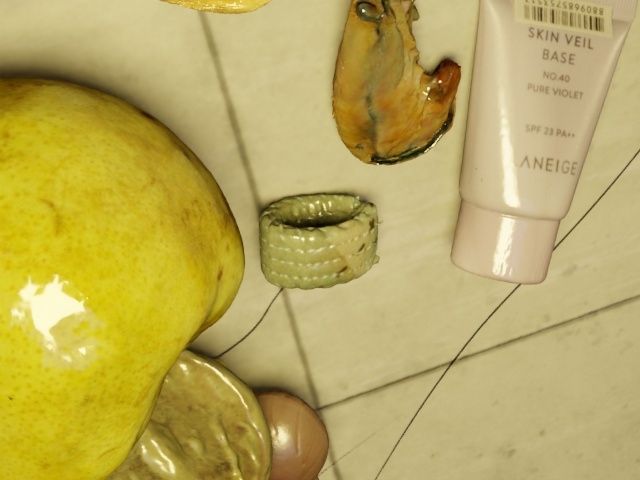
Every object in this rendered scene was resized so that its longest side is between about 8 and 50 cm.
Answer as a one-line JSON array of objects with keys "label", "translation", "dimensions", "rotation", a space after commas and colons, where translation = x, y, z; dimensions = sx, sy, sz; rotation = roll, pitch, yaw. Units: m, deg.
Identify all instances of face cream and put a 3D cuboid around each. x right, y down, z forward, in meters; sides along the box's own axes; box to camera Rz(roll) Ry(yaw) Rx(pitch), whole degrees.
[{"label": "face cream", "translation": [0.189, -0.102, 1.077], "dimensions": [0.154, 0.096, 0.274], "rotation": [7, 102, -16]}]

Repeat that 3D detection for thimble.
[{"label": "thimble", "translation": [0.000, 0.000, 1.068], "dimensions": [0.110, 0.084, 0.062], "rotation": [-7, 119, -11]}]

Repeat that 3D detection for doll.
[{"label": "doll", "translation": [-0.070, 0.172, 1.134], "dimensions": [0.145, 0.096, 0.188], "rotation": [-15, 116, 23]}]

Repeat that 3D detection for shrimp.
[{"label": "shrimp", "translation": [0.065, -0.178, 1.007], "dimensions": [0.117, 0.066, 0.262], "rotation": [-17, 137, -24]}]

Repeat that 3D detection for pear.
[{"label": "pear", "translation": [-0.221, 0.024, 0.903], "dimensions": [0.304, 0.304, 0.304], "rotation": [-7, 119, -13]}]

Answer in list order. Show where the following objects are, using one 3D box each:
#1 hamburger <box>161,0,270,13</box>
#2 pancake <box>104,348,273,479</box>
[{"label": "hamburger", "translation": [-0.083, -0.247, 0.914], "dimensions": [0.147, 0.083, 0.138], "rotation": [5, 120, -17]}, {"label": "pancake", "translation": [-0.156, 0.175, 1.095], "dimensions": [0.242, 0.050, 0.242], "rotation": [7, 112, 16]}]
